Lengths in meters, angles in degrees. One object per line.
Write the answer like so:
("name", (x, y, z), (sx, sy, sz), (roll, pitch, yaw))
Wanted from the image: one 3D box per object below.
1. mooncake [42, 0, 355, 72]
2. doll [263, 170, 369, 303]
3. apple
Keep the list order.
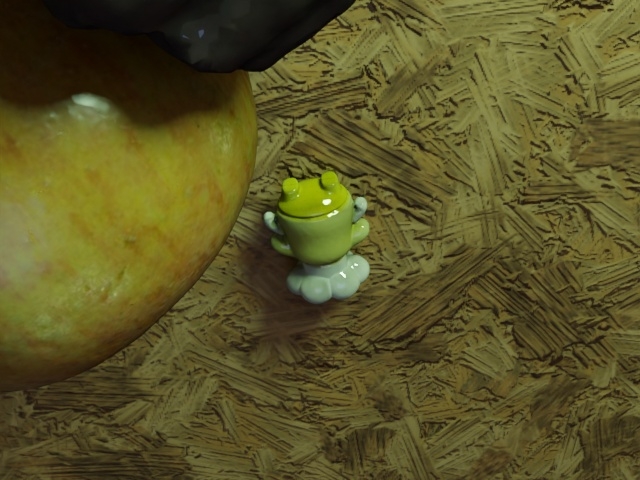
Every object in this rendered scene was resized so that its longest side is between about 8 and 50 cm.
("mooncake", (-0.106, -0.291, 1.001), (0.212, 0.351, 0.381), (-37, 145, 27))
("doll", (0.000, 0.000, 1.512), (0.106, 0.062, 0.162), (-8, 133, 3))
("apple", (-0.256, -0.081, 1.169), (0.400, 0.400, 0.333), (-35, 123, 21))
